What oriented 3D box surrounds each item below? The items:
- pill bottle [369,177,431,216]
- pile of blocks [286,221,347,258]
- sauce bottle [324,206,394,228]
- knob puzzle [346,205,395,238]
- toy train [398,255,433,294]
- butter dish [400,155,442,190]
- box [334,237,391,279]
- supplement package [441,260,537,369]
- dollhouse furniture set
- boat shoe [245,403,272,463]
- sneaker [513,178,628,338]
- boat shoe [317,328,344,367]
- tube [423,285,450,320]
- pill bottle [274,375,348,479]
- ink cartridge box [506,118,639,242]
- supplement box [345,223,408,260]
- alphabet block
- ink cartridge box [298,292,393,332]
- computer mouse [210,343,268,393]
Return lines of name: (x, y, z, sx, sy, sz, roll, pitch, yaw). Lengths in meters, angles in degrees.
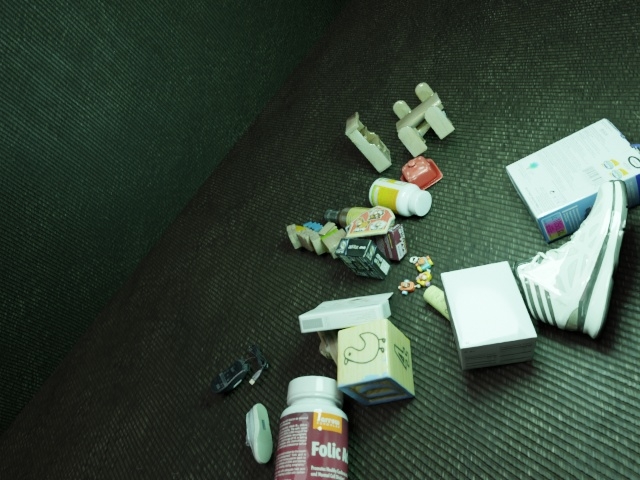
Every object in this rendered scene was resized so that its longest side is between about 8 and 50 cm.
pill bottle: (0.332, -0.176, 1.845, 0.245, 0.136, 0.136, 23, 73, 48)
pile of blocks: (0.000, 0.000, 2.017, 0.362, 0.113, 0.149, 17, 52, 42)
sauce bottle: (0.161, -0.093, 1.945, 0.344, 0.111, 0.111, 11, 65, 47)
knob puzzle: (0.202, -0.086, 1.764, 0.213, 0.030, 0.213, -20, 30, 12)
toy train: (0.351, 0.121, 1.647, 0.125, 0.046, 0.166, -3, 56, 39)
butter dish: (0.412, -0.298, 1.896, 0.160, 0.118, 0.160, -33, 40, 15)
box: (0.169, 0.072, 1.741, 0.147, 0.180, 0.078, 3, 59, 43)
supplement package: (0.492, 0.222, 1.324, 0.204, 0.145, 0.262, -12, 48, 11)
dollhouse furniture set: (0.343, -0.540, 1.991, 0.394, 0.256, 0.362, -35, 25, 25)
boat shoe: (-0.232, 0.716, 1.627, 0.081, 0.079, 0.227, -42, 34, 19)
sneaker: (0.695, 0.027, 1.256, 0.257, 0.169, 0.448, 12, 80, 33)
boat shoe: (0.051, 0.392, 1.633, 0.098, 0.109, 0.302, -43, 34, 11)
tube: (0.445, 0.234, 1.464, 0.240, 0.062, 0.070, 41, 122, 45)
pill bottle: (-0.024, 0.647, 1.382, 0.224, 0.224, 0.392, -20, 46, 27)
ink cartridge box: (0.848, -0.204, 1.415, 0.395, 0.151, 0.270, -28, 43, 21)
supplement box: (0.224, -0.003, 1.786, 0.239, 0.130, 0.073, 8, 34, 44)
alphabet block: (0.179, 0.399, 1.444, 0.192, 0.193, 0.197, -20, 45, 25)
ink cartridge box: (0.106, 0.259, 1.607, 0.296, 0.261, 0.066, -11, 89, 20)
computer mouse: (-0.324, 0.567, 1.842, 0.262, 0.060, 0.184, -42, 34, -15)
